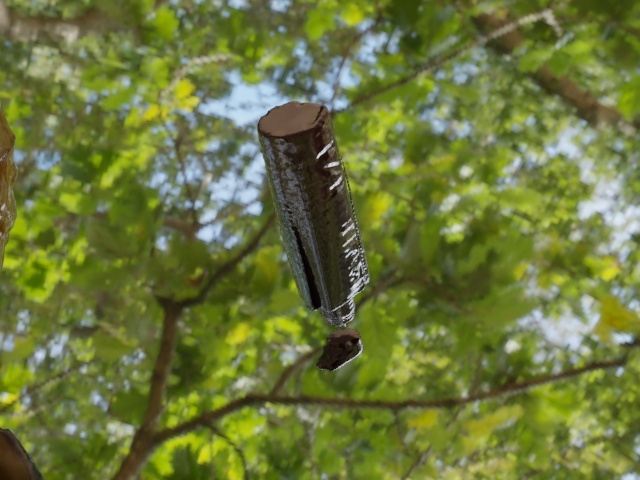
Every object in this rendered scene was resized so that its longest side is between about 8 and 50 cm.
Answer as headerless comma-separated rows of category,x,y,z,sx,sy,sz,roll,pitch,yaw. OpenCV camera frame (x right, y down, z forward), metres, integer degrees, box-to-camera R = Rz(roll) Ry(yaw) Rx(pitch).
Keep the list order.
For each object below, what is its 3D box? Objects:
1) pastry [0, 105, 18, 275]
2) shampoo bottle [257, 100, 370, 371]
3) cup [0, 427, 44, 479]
pastry,-0.284,-0.041,0.717,0.121,0.235,0.257,-2,-136,24
shampoo bottle,0.000,0.001,1.021,0.068,0.236,0.067,-26,-147,-19
cup,-0.240,0.130,0.429,0.178,0.256,0.255,41,176,1
